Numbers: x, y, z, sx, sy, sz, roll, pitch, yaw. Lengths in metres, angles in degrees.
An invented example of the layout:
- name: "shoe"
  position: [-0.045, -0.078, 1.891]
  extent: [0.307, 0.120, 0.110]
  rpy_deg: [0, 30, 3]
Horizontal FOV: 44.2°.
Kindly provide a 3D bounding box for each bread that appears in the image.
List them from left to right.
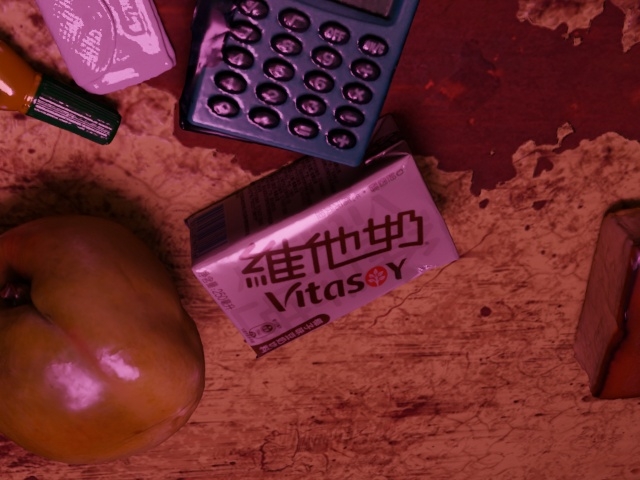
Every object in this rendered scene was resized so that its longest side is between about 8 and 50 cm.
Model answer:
- name: "bread"
  position: [0.589, 0.087, 1.245]
  extent: [0.333, 0.143, 0.324]
  rpy_deg: [-9, 128, -5]

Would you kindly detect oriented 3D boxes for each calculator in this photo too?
- name: "calculator"
  position: [-0.026, -0.226, 0.905]
  extent: [0.248, 0.058, 0.274]
  rpy_deg: [13, 108, -19]

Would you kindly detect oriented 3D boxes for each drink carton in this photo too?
- name: "drink carton"
  position: [-0.001, 0.000, 1.071]
  extent: [0.324, 0.132, 0.194]
  rpy_deg: [-27, 127, 7]

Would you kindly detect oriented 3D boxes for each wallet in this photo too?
- name: "wallet"
  position: [-0.248, -0.254, 0.894]
  extent: [0.124, 0.032, 0.183]
  rpy_deg: [-18, 127, 0]

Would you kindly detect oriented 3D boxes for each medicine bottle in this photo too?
- name: "medicine bottle"
  position: [-0.357, -0.180, 0.905]
  extent: [0.260, 0.064, 0.095]
  rpy_deg: [24, 126, -25]

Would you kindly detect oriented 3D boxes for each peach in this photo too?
- name: "peach"
  position: [-0.302, 0.133, 0.999]
  extent: [0.281, 0.314, 0.316]
  rpy_deg: [-35, 147, -11]
